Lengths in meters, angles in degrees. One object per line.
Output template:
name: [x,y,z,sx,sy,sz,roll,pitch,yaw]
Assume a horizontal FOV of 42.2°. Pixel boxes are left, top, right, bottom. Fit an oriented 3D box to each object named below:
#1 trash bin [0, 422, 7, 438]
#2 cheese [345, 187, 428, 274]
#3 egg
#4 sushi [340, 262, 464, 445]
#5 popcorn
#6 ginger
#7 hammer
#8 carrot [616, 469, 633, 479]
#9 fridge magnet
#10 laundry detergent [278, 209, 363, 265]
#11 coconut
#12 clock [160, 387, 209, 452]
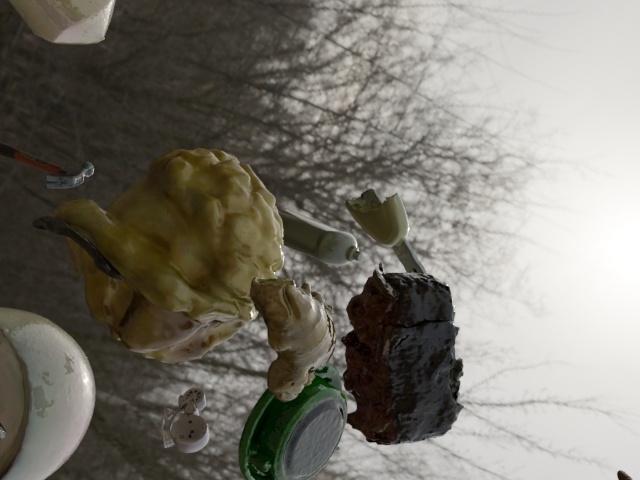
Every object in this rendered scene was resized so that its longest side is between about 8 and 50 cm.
trash bin: [-0.443,0.188,0.860,0.161,0.175,0.175,-41,-174,-22]
cheese: [0.151,-0.008,1.718,0.049,0.235,0.127,-31,-179,-44]
egg: [-0.595,0.310,1.619,0.355,0.354,0.340,-64,159,3]
sushi: [0.146,0.203,1.492,0.196,0.181,0.344,6,-77,55]
popcorn: [-0.244,0.011,1.279,0.349,0.381,0.349,-16,-111,50]
ginger: [-0.023,0.110,1.027,0.206,0.115,0.081,86,-22,-43]
hammer: [-0.607,-0.172,1.657,0.111,0.287,0.033,-58,168,-61]
carrot: [0.546,0.439,1.403,0.036,0.035,0.165,-62,-158,12]
fridge magnet: [-0.035,0.273,1.209,0.088,0.208,0.208,25,-90,35]
laundry detergent: [0.000,0.000,2.146,0.181,0.253,0.091,8,102,-61]
coconut: [-0.518,-0.505,1.690,0.224,0.234,0.224,-24,-134,27]
clock: [-0.242,0.322,1.495,0.129,0.087,0.041,-94,179,-50]
